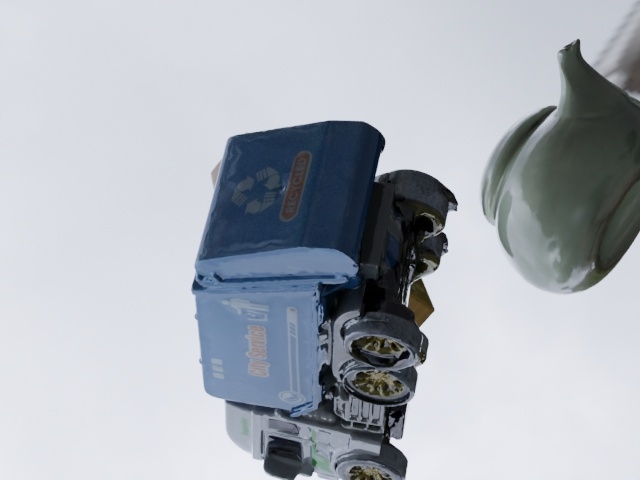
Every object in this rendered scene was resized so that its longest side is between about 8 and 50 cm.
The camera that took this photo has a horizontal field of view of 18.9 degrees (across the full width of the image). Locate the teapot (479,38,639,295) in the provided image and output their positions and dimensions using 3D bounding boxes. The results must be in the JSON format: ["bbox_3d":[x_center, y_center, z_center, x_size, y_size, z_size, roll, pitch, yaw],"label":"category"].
[{"bbox_3d":[0.259,-0.051,1.906,0.149,0.220,0.318,32,180,22],"label":"teapot"}]

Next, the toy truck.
[{"bbox_3d":[0.003,0.055,1.465,0.175,0.367,0.146,10,-123,7],"label":"toy truck"}]

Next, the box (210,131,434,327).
[{"bbox_3d":[0.000,-0.001,1.984,0.237,0.070,0.152,34,-165,-19],"label":"box"}]
